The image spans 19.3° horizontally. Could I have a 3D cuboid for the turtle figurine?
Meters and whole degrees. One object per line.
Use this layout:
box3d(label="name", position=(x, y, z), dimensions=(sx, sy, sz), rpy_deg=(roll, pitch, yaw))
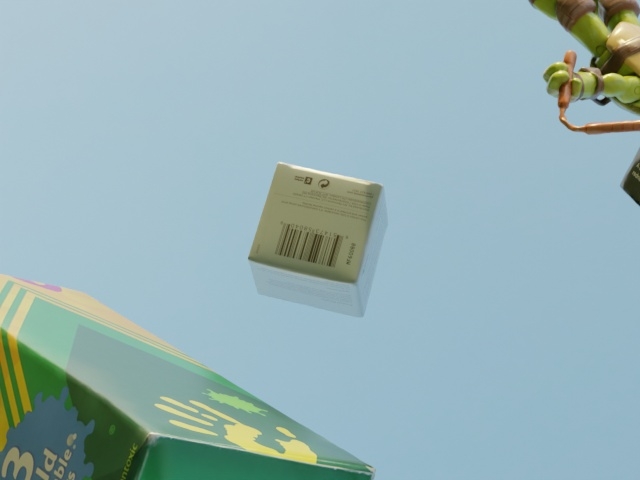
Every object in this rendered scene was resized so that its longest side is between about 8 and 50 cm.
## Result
box3d(label="turtle figurine", position=(0.265, -0.153, 1.550), dimensions=(0.217, 0.270, 0.087), rpy_deg=(59, -33, 32))

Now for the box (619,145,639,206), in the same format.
box3d(label="box", position=(0.431, -0.096, 1.373), dimensions=(0.294, 0.296, 0.182), rpy_deg=(-65, -154, 18))

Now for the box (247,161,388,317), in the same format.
box3d(label="box", position=(0.000, 0.000, 1.664), dimensions=(0.101, 0.087, 0.102), rpy_deg=(12, -113, 11))

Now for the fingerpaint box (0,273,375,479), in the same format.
box3d(label="fingerpaint box", position=(-0.197, 0.271, 1.144), dimensions=(0.371, 0.163, 0.444), rpy_deg=(26, -82, 54))
